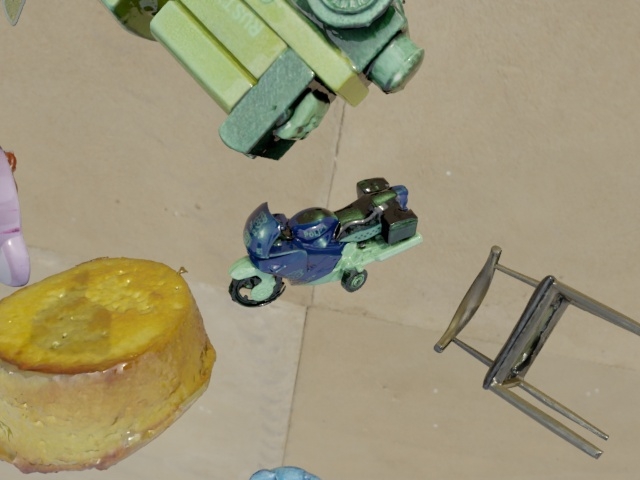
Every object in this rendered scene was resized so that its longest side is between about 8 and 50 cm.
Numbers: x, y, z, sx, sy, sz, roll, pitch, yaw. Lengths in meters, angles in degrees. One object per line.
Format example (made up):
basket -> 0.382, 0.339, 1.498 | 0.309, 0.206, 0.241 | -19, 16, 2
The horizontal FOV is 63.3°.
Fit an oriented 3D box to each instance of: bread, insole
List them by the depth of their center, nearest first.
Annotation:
bread -> -0.386, 0.201, 0.899 | 0.399, 0.398, 0.215 | 4, 119, 6
insole -> -0.597, -0.550, 1.043 | 0.322, 0.007, 0.109 | -26, 84, 44

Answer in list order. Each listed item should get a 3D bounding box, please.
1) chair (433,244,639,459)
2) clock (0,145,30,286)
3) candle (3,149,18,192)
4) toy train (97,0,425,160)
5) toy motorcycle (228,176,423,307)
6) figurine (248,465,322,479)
chair -> 0.294, 0.136, 0.714 | 0.166, 0.272, 0.188 | 20, 100, -56
clock -> -0.277, -0.011, 0.386 | 0.153, 0.050, 0.109 | -6, 98, 41
candle -> -0.331, -0.015, 0.518 | 0.053, 0.162, 0.048 | 15, 165, -15
toy train -> -0.081, -0.271, 0.568 | 0.253, 0.160, 0.397 | -45, 85, 12
toy motorcycle -> 0.000, 0.000, 0.844 | 0.332, 0.125, 0.196 | -21, 139, -13
figurine -> -0.029, 0.257, 0.486 | 0.115, 0.079, 0.114 | -1, 94, -10
